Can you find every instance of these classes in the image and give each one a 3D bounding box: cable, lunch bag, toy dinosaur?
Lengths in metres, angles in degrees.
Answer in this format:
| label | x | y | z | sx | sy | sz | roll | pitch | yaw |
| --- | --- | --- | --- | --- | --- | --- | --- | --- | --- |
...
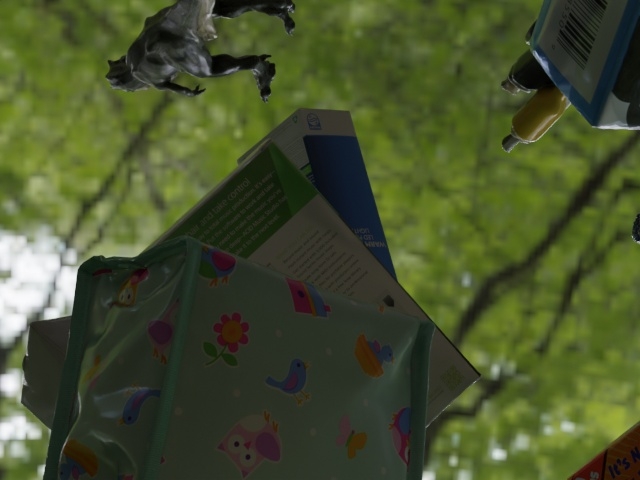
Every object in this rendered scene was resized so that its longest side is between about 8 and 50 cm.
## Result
| label | x | y | z | sx | sy | sz | roll | pitch | yaw |
| --- | --- | --- | --- | --- | --- | --- | --- | --- | --- |
| cable | 0.252 | -0.183 | 1.767 | 0.072 | 0.287 | 0.139 | 34 | -118 | -14 |
| lunch bag | -0.056 | 0.155 | 1.230 | 0.223 | 0.262 | 0.160 | 19 | 161 | -36 |
| toy dinosaur | -0.083 | -0.156 | 1.447 | 0.118 | 0.064 | 0.268 | 5 | 159 | -17 |

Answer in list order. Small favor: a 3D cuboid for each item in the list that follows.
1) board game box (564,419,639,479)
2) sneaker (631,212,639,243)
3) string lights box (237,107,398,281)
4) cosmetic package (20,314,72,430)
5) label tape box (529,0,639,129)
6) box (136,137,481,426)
| label | x | y | z | sx | sy | sz | roll | pitch | yaw |
| --- | --- | --- | --- | --- | --- | --- | --- | --- | --- |
| board game box | 0.566 | 0.284 | 2.237 | 0.356 | 0.356 | 0.356 | 53 | -153 | 9 |
| sneaker | 0.377 | -0.021 | 1.932 | 0.135 | 0.058 | 0.052 | -24 | -137 | 27 |
| string lights box | 0.000 | 0.000 | 2.129 | 0.077 | 0.259 | 0.133 | -1 | 157 | -38 |
| cosmetic package | -0.279 | 0.200 | 2.464 | 0.107 | 0.127 | 0.238 | -8 | -149 | -36 |
| label tape box | 0.341 | -0.201 | 1.286 | 0.348 | 0.249 | 0.115 | 1 | -145 | -23 |
| box | -0.030 | 0.093 | 1.916 | 0.232 | 0.322 | 0.058 | -42 | -171 | -8 |
